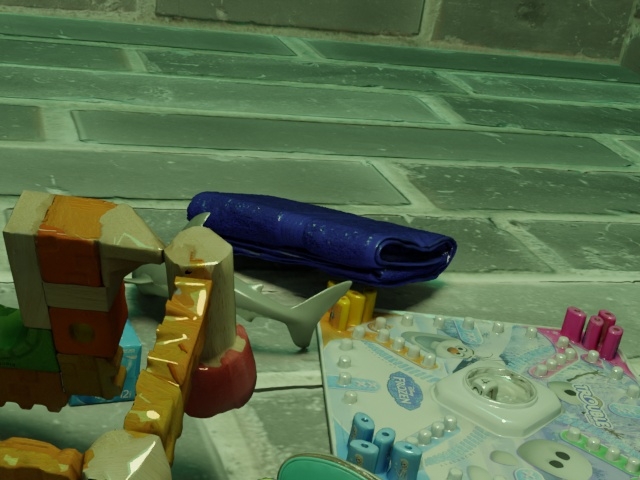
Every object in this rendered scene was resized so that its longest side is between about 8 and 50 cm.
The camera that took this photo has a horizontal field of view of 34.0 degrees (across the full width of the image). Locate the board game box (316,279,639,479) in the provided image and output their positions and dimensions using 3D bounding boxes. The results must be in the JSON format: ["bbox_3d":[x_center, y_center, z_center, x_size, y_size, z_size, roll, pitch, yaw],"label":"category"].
[{"bbox_3d":[0.198,0.161,1.152,0.390,0.050,0.390,6,22,-6],"label":"board game box"}]

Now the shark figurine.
[{"bbox_3d":[-0.119,0.031,1.196,0.278,0.116,0.166,14,-8,26],"label":"shark figurine"}]

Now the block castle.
[{"bbox_3d":[-0.292,0.130,0.814,0.453,0.213,0.303,5,39,5],"label":"block castle"}]

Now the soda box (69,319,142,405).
[{"bbox_3d":[-0.253,0.091,1.121,0.071,0.067,0.210,-2,25,-25],"label":"soda box"}]

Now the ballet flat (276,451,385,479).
[{"bbox_3d":[0.061,0.244,0.897,0.213,0.072,0.068,20,-6,22],"label":"ballet flat"}]

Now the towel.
[{"bbox_3d":[0.000,0.000,1.388,0.308,0.076,0.227,14,7,32],"label":"towel"}]

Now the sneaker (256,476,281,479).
[{"bbox_3d":[0.016,0.258,0.830,0.209,0.069,0.082,15,30,18],"label":"sneaker"}]
